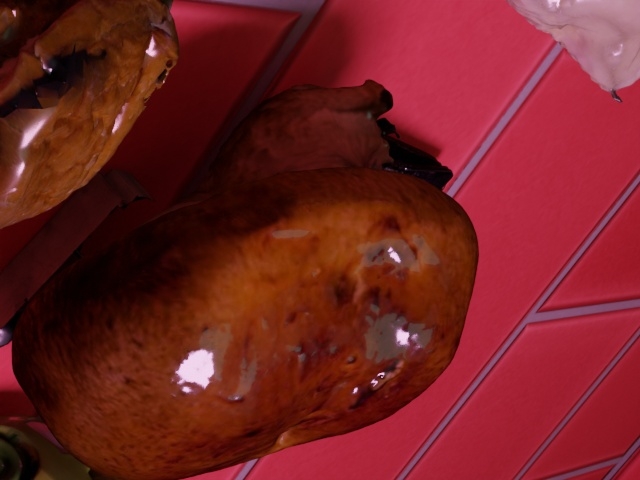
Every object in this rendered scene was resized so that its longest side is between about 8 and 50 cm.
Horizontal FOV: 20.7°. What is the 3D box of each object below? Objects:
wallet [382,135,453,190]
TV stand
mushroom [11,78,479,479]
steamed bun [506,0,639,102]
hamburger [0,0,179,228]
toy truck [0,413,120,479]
[{"bbox_3d":[0.000,0.000,1.530,0.221,0.071,0.262,-49,161,12],"label":"wallet"},{"bbox_3d":[-0.224,0.045,1.299,0.249,0.036,0.042,-46,156,7],"label":"TV stand"},{"bbox_3d":[-0.065,0.031,1.282,0.345,0.260,0.345,-17,166,-4],"label":"mushroom"},{"bbox_3d":[0.186,-0.242,1.180,0.206,0.275,0.320,-49,-168,9],"label":"steamed bun"},{"bbox_3d":[-0.176,-0.083,1.062,0.206,0.130,0.183,-9,142,-54],"label":"hamburger"},{"bbox_3d":[-0.213,0.224,1.422,0.210,0.187,0.148,-14,148,-46],"label":"toy truck"}]
